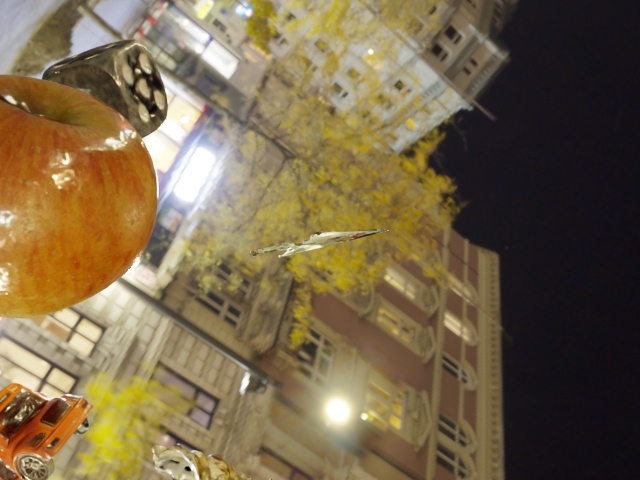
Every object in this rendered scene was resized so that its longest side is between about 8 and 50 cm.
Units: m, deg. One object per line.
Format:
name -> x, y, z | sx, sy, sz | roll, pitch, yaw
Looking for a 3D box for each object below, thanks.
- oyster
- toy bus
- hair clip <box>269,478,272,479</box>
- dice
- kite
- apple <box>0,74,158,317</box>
oyster -> -0.243, 0.555, 1.616 | 0.237, 0.351, 0.115 | -4, -123, 59
toy bus -> -0.530, 0.350, 1.171 | 0.329, 0.153, 0.143 | -37, -169, 26
hair clip -> -0.055, 0.551, 1.226 | 0.090, 0.279, 0.137 | -30, -173, -8
dice -> -0.424, -0.286, 1.399 | 0.182, 0.182, 0.183 | -8, -153, 17
kite -> 0.000, 0.000, 1.249 | 0.323, 0.267, 0.013 | 150, -71, -73
apple -> -0.463, -0.066, 1.087 | 0.400, 0.400, 0.334 | -98, -151, -65
